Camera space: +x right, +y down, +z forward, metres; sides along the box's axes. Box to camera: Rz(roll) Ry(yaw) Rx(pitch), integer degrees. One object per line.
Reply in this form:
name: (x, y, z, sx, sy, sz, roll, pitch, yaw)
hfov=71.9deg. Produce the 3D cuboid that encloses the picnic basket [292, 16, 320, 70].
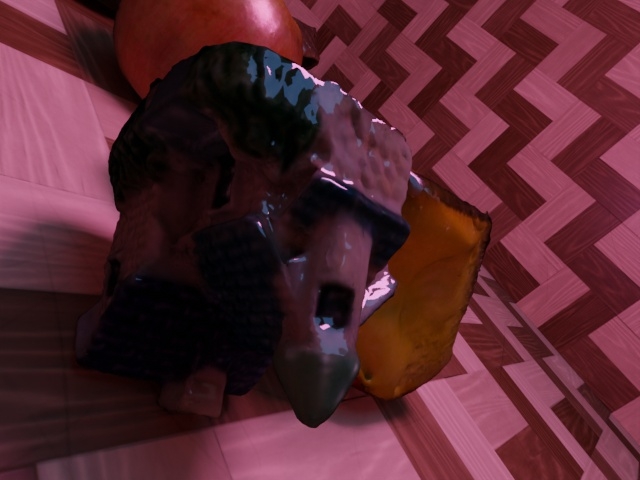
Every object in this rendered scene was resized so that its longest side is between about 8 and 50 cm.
picnic basket: (-0.162, -0.575, 1.537, 0.337, 0.337, 0.293, 50, 30, 13)

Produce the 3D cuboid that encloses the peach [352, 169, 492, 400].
peach: (0.088, 0.035, 0.673, 0.306, 0.380, 0.242, -15, 37, -34)

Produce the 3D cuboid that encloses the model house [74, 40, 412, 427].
model house: (-0.082, 0.026, 0.427, 0.243, 0.298, 0.284, 21, 69, -37)

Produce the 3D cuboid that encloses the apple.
apple: (-0.220, -0.416, 0.949, 0.391, 0.346, 0.391, 44, 15, -15)
